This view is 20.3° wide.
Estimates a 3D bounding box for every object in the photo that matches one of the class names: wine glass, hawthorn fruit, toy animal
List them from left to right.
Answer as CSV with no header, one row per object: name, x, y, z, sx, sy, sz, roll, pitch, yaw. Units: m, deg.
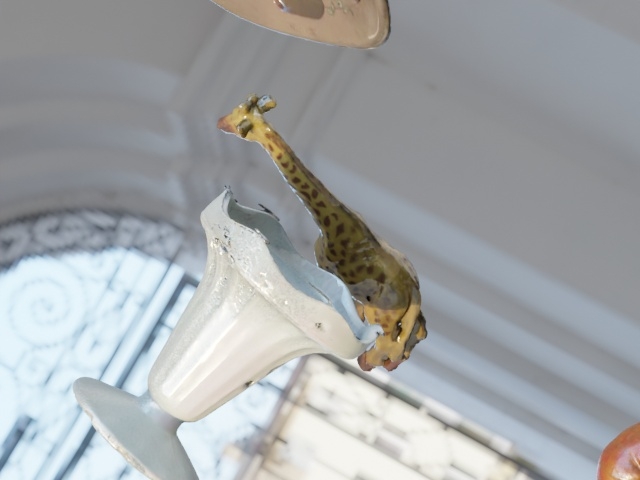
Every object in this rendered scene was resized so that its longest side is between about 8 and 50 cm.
wine glass,-0.074,0.083,1.347,0.196,0.165,0.165,-49,-8,7
toy animal,0.008,0.002,1.435,0.054,0.149,0.275,-50,-43,-31
hawthorn fruit,0.332,0.239,1.772,0.125,0.125,0.140,-59,13,-18

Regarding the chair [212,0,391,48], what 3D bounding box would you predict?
chair,-0.070,-0.243,0.867,0.183,0.175,0.326,-17,-65,-40
